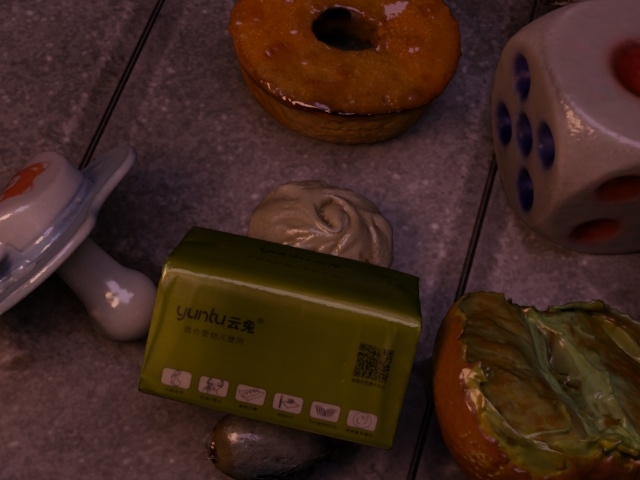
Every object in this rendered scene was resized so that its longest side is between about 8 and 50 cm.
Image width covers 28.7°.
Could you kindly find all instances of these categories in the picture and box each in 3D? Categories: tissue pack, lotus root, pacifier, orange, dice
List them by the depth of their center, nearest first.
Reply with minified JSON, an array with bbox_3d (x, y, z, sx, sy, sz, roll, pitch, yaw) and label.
[{"bbox_3d":[-0.038,0.099,1.367,0.274,0.200,0.167,14,102,0],"label":"tissue pack"},{"bbox_3d":[0.263,0.182,1.370,0.334,0.196,0.262,1,56,-24],"label":"orange"},{"bbox_3d":[-0.047,0.227,1.386,0.165,0.088,0.088,3,60,-16],"label":"lotus root"},{"bbox_3d":[-0.284,0.030,1.427,0.233,0.244,0.299,44,35,-16],"label":"pacifier"},{"bbox_3d":[0.369,-0.137,1.540,0.259,0.251,0.243,-6,63,-10],"label":"dice"}]

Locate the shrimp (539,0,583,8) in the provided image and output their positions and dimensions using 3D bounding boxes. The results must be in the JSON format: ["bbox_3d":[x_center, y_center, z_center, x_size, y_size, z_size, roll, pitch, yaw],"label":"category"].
[{"bbox_3d":[0.417,-0.384,1.804,0.251,0.052,0.143,-12,52,-22],"label":"shrimp"}]

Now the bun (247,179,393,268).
[{"bbox_3d":[0.000,0.000,1.504,0.183,0.102,0.183,2,63,-3],"label":"bun"}]

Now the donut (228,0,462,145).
[{"bbox_3d":[0.030,-0.246,1.643,0.303,0.110,0.303,3,58,-4],"label":"donut"}]
